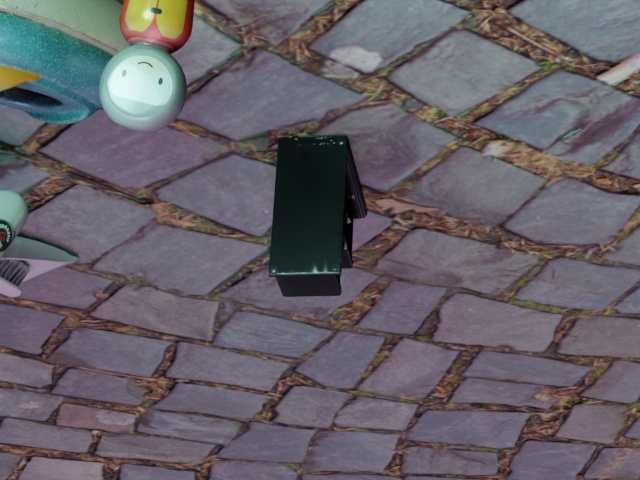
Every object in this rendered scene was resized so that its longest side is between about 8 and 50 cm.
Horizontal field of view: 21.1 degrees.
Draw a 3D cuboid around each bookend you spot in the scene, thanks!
[{"bbox_3d":[0.000,0.000,1.749,0.072,0.157,0.156,-2,150,9],"label":"bookend"}]

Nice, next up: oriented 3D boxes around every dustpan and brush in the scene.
[{"bbox_3d":[-0.396,0.026,1.934,0.147,0.060,0.211,-22,143,37],"label":"dustpan and brush"}]

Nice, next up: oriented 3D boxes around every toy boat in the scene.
[{"bbox_3d":[-0.224,-0.158,1.404,0.318,0.148,0.267,1,168,42],"label":"toy boat"}]

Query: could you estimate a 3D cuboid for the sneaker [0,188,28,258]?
[{"bbox_3d":[-0.440,-0.022,1.798,0.330,0.146,0.122,13,131,33],"label":"sneaker"}]
